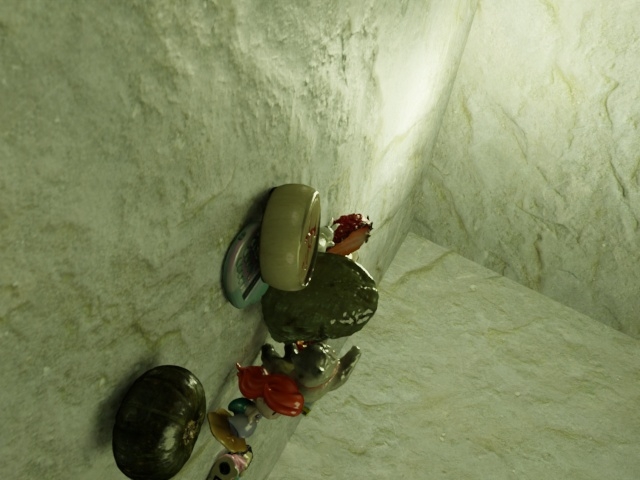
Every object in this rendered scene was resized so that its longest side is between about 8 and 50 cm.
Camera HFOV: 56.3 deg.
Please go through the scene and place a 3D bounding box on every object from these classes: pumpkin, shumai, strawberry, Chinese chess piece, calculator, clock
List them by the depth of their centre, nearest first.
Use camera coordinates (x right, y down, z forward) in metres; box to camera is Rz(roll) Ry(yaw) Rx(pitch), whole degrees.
[{"bbox_3d":[-0.314,0.354,1.163,0.223,0.157,0.224,9,90,-79],"label":"pumpkin"},{"bbox_3d":[-0.067,-0.008,1.389,0.250,0.102,0.250,8,90,-80],"label":"Chinese chess piece"},{"bbox_3d":[-0.166,0.064,1.423,0.186,0.041,0.299,-57,163,-24],"label":"calculator"},{"bbox_3d":[-0.002,0.209,1.715,0.292,0.329,0.289,-85,175,-47],"label":"shumai"},{"bbox_3d":[0.066,-0.021,2.050,0.236,0.111,0.190,-25,156,-33],"label":"strawberry"},{"bbox_3d":[-0.327,0.834,2.150,0.194,0.100,0.195,-61,164,5],"label":"clock"}]

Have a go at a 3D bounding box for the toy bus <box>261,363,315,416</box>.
[{"bbox_3d":[-0.119,0.508,2.039,0.081,0.226,0.074,-53,167,-43],"label":"toy bus"}]

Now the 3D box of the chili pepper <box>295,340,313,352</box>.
[{"bbox_3d":[-0.087,0.535,2.418,0.131,0.134,0.339,-66,175,-67],"label":"chili pepper"}]

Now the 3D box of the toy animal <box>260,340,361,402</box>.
[{"bbox_3d":[-0.079,0.385,1.827,0.188,0.307,0.266,-6,122,-64],"label":"toy animal"}]

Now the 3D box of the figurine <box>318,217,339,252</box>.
[{"bbox_3d":[-0.008,-0.006,1.870,0.098,0.081,0.146,-18,-154,38],"label":"figurine"}]

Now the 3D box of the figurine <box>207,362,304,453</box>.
[{"bbox_3d":[-0.188,0.467,1.729,0.257,0.181,0.208,-39,-149,7],"label":"figurine"}]

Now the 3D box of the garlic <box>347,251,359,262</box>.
[{"bbox_3d":[0.042,0.111,2.150,0.143,0.112,0.318,-46,178,30],"label":"garlic"}]
